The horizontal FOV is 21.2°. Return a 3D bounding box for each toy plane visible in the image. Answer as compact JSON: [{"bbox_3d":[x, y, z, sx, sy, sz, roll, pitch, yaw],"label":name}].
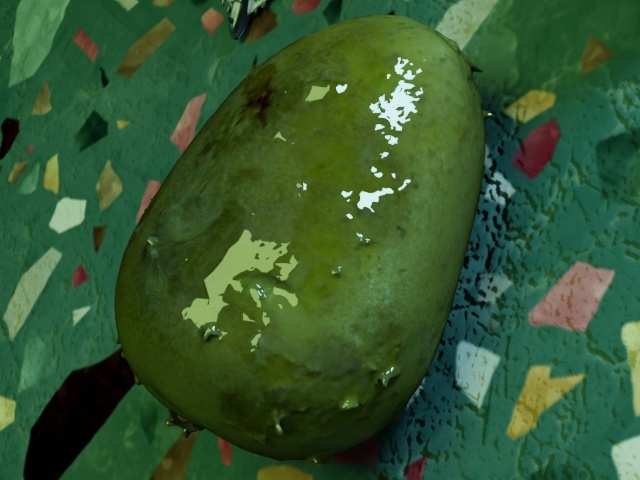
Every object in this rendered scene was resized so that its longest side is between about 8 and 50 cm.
[{"bbox_3d":[-0.074,-0.233,1.638,0.078,0.031,0.083,8,73,34],"label":"toy plane"}]

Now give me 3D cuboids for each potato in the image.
[{"bbox_3d":[-0.011,-0.009,1.325,0.270,0.219,0.359,12,71,38],"label":"potato"}]
